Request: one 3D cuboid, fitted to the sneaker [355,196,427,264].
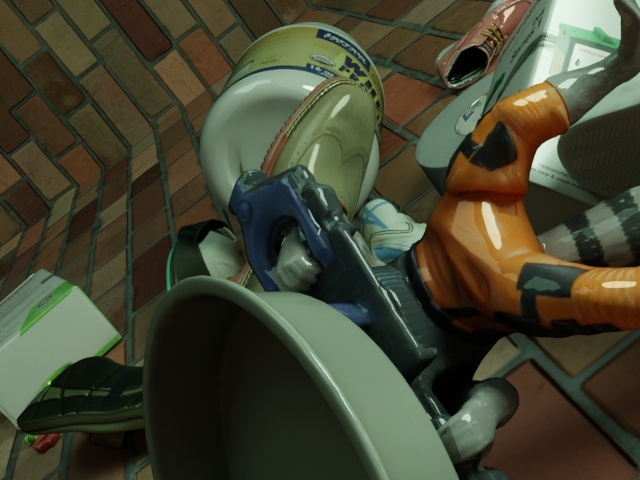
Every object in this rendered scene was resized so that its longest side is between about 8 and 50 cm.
[{"bbox_3d":[0.075,0.015,0.924,0.086,0.085,0.237,-47,17,-3],"label":"sneaker"}]

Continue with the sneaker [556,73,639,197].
[{"bbox_3d":[0.295,-0.128,0.577,0.292,0.108,0.169,-10,37,55],"label":"sneaker"}]

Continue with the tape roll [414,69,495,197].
[{"bbox_3d":[0.212,-0.122,1.003,0.219,0.072,0.219,-32,21,14],"label":"tape roll"}]

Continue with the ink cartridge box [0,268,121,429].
[{"bbox_3d":[-0.451,0.159,1.454,0.198,0.115,0.273,-44,21,-17],"label":"ink cartridge box"}]

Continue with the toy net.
[{"bbox_3d":[-0.319,0.218,1.201,0.122,0.045,0.232,-49,23,-28],"label":"toy net"}]

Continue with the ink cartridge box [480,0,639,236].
[{"bbox_3d":[0.192,-0.100,0.782,0.160,0.093,0.219,117,173,-66],"label":"ink cartridge box"}]

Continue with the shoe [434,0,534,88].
[{"bbox_3d":[0.243,-0.285,1.331,0.178,0.063,0.081,-38,20,15],"label":"shoe"}]

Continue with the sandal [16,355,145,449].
[{"bbox_3d":[-0.225,0.196,1.049,0.303,0.086,0.120,-5,29,32],"label":"sandal"}]

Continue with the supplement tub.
[{"bbox_3d":[-0.028,-0.165,1.277,0.228,0.228,0.316,-30,21,20],"label":"supplement tub"}]

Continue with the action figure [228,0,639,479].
[{"bbox_3d":[0.106,0.070,0.540,0.330,0.341,0.178,-36,-25,28],"label":"action figure"}]

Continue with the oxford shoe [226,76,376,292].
[{"bbox_3d":[0.000,0.000,0.942,0.130,0.123,0.348,12,82,50],"label":"oxford shoe"}]

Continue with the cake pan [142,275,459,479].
[{"bbox_3d":[-0.014,0.156,0.517,0.054,0.293,0.293,-15,6,-32],"label":"cake pan"}]

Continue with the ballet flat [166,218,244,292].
[{"bbox_3d":[-0.159,0.024,1.295,0.096,0.095,0.280,-24,20,2],"label":"ballet flat"}]
